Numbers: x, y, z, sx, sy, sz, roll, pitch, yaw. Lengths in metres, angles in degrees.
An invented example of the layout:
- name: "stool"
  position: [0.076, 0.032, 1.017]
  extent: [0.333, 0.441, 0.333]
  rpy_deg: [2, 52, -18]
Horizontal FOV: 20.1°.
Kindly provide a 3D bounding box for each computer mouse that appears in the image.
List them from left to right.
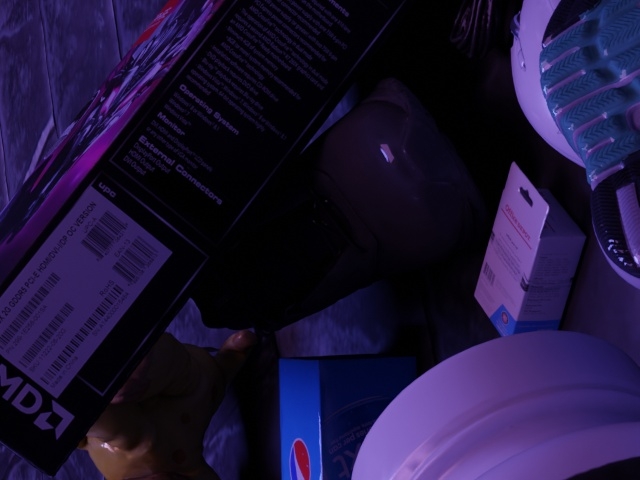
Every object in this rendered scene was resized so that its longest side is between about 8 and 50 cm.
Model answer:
- name: "computer mouse"
  position: [0.110, -0.101, 0.897]
  extent: [0.193, 0.042, 0.106]
  rpy_deg: [-117, 34, -48]

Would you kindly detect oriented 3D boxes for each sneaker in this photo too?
- name: "sneaker"
  position: [0.000, 0.000, 1.033]
  extent: [0.109, 0.130, 0.286]
  rpy_deg: [55, 158, 2]
- name: "sneaker"
  position: [0.150, -0.035, 0.762]
  extent: [0.083, 0.098, 0.224]
  rpy_deg: [-25, 36, 23]

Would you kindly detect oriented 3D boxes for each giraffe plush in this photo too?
- name: "giraffe plush"
  position: [-0.131, 0.165, 1.338]
  extent: [0.181, 0.210, 0.171]
  rpy_deg: [-19, 77, 42]

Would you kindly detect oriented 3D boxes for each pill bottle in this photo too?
- name: "pill bottle"
  position: [0.129, 0.190, 0.662]
  extent: [0.334, 0.187, 0.188]
  rpy_deg: [-118, 34, -48]

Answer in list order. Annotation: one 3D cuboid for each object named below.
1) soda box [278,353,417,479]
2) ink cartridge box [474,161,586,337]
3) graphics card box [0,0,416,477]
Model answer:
- name: "soda box"
  position: [0.019, 0.175, 1.101]
  extent: [0.071, 0.067, 0.210]
  rpy_deg: [173, 95, -68]
- name: "ink cartridge box"
  position: [0.108, 0.006, 0.923]
  extent: [0.048, 0.028, 0.083]
  rpy_deg: [-121, 36, -51]
- name: "graphics card box"
  position: [-0.094, -0.047, 1.051]
  extent: [0.371, 0.094, 0.233]
  rpy_deg: [-54, 15, -9]
